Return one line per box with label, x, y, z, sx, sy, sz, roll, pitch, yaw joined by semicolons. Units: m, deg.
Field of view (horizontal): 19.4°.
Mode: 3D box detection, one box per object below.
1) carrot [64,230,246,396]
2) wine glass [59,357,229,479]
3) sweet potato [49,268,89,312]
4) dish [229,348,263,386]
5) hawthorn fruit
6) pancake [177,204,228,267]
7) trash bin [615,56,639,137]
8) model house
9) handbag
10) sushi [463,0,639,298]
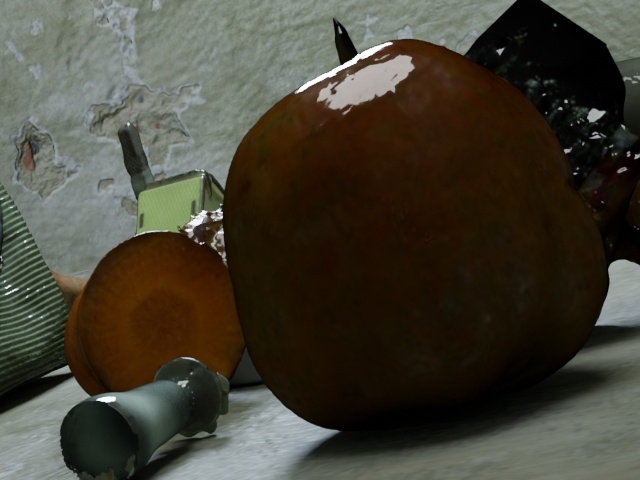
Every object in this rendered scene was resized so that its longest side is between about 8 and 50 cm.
carrot;-0.167;0.087;1.732;0.159;0.159;0.225;-15;-4;-20
wine glass;-0.132;0.137;1.434;0.072;0.072;0.155;-11;5;24
sweet potato;-0.387;0.029;2.293;0.385;0.109;0.109;32;-18;-25
dish;-0.018;0.048;1.835;0.273;0.134;0.273;-14;3;1
hawthorn fruit;0.054;-0.019;1.351;0.267;0.301;0.268;-20;2;1
pancake;0.000;0.000;1.743;0.212;0.056;0.257;-30;50;-31
trash bin;0.392;-0.138;2.480;0.301;0.203;0.252;-13;32;-4
model house;-0.197;-0.051;2.729;0.218;0.279;0.205;-12;6;29
handbag;-0.440;0.077;2.071;0.247;0.240;0.340;-18;4;20
sushi;0.173;-0.029;1.562;0.227;0.212;0.215;-47;-24;-15
